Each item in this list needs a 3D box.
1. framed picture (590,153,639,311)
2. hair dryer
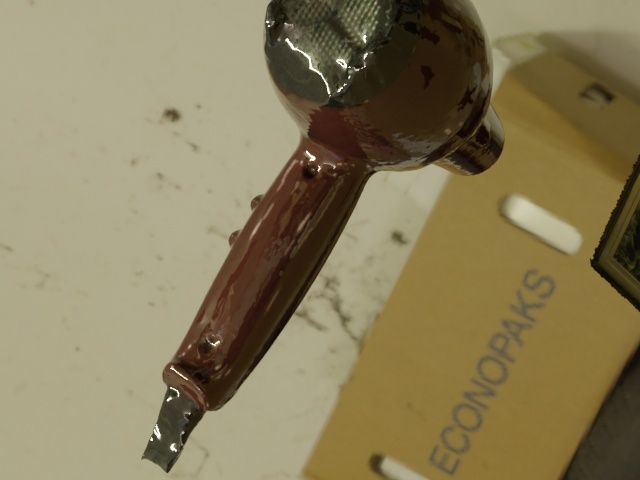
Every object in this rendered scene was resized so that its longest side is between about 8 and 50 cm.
[{"bbox_3d":[0.356,-0.003,1.109,0.010,0.199,0.195,1,57,58],"label":"framed picture"},{"bbox_3d":[0.000,0.000,0.720,0.340,0.123,0.312,-59,-22,-1],"label":"hair dryer"}]
